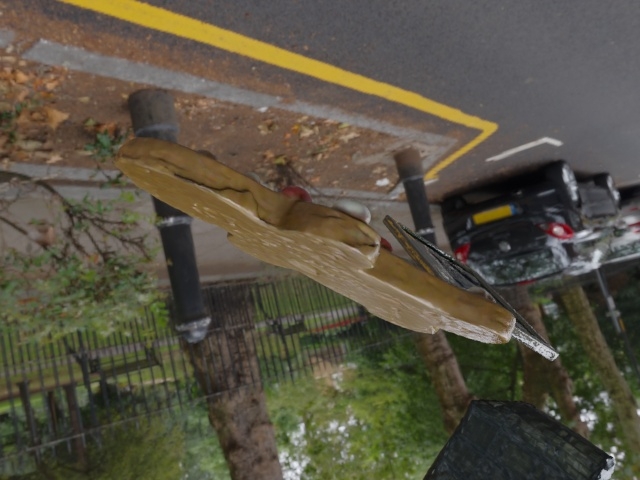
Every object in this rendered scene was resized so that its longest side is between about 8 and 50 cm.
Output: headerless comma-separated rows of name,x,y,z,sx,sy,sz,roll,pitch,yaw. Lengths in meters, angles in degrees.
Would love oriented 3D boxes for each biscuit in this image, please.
biscuit,0.000,0.000,0.474,0.340,0.047,0.216,28,166,-18

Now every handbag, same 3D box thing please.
handbag,0.217,0.316,0.695,0.089,0.270,0.175,19,-164,-35

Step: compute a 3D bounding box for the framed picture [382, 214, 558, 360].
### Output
framed picture,0.234,0.067,0.958,0.024,0.232,0.315,-55,-161,11
